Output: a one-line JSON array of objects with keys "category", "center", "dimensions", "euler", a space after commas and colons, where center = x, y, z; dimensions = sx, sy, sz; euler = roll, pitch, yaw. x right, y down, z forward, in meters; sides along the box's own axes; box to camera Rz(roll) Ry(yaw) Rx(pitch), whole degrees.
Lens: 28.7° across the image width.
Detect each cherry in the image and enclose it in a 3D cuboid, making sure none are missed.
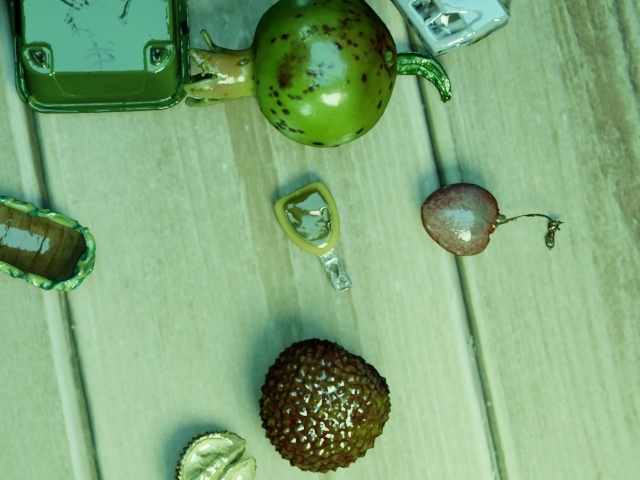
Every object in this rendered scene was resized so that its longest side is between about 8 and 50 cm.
[{"category": "cherry", "center": [0.246, -0.017, 1.820], "dimensions": [0.225, 0.090, 0.107], "euler": [18, 71, -13]}]

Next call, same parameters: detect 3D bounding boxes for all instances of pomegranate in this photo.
[{"category": "pomegranate", "center": [-0.033, -0.259, 1.751], "dimensions": [0.285, 0.231, 0.231], "euler": [19, 82, 8]}]

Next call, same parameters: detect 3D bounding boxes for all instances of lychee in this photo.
[{"category": "lychee", "center": [0.001, 0.229, 1.720], "dimensions": [0.188, 0.188, 0.188], "euler": [1, 84, -6]}]

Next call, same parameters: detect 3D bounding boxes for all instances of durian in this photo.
[{"category": "durian", "center": [-0.158, 0.331, 1.741], "dimensions": [0.110, 0.071, 0.140], "euler": [39, 65, -7]}]

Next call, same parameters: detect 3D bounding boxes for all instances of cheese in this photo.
[{"category": "cheese", "center": [0.000, 0.000, 1.811], "dimensions": [0.086, 0.036, 0.163], "euler": [-25, 87, -7]}]

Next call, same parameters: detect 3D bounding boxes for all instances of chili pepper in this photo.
[{"category": "chili pepper", "center": [0.146, -0.251, 1.857], "dimensions": [0.118, 0.035, 0.055], "euler": [22, 97, -13]}]

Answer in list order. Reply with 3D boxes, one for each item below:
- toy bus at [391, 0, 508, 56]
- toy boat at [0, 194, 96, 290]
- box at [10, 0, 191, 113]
[{"category": "toy bus", "center": [0.138, -0.423, 1.838], "dimensions": [0.136, 0.109, 0.330], "euler": [-36, 89, 1]}, {"category": "toy boat", "center": [-0.451, -0.017, 1.734], "dimensions": [0.292, 0.099, 0.109], "euler": [23, 81, -11]}, {"category": "box", "center": [-0.312, -0.353, 1.741], "dimensions": [0.252, 0.178, 0.329], "euler": [-4, 84, -5]}]
